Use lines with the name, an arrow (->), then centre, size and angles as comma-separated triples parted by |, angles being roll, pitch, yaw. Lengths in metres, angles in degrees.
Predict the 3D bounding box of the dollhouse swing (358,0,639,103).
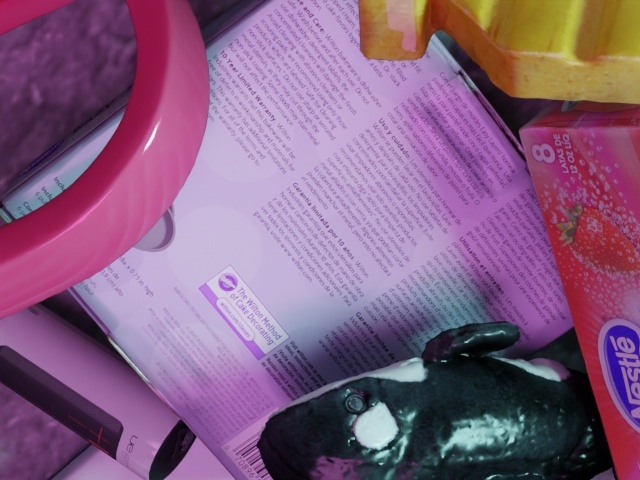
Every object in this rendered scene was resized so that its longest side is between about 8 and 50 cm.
dollhouse swing -> 0.194, -0.267, 0.615 | 0.346, 0.315, 0.305 | 5, 137, 16

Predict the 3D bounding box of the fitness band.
fitness band -> -0.189, -0.052, 0.832 | 0.290, 0.209, 0.054 | -23, 149, 19

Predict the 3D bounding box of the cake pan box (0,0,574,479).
cake pan box -> 0.000, 0.000, 0.876 | 0.245, 0.070, 0.267 | -37, 105, 11

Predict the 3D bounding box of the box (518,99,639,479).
box -> 0.236, 0.040, 0.824 | 0.142, 0.154, 0.300 | 4, 123, 44

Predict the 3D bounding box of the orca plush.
orca plush -> 0.104, 0.135, 0.855 | 0.287, 0.102, 0.151 | 18, 122, -45

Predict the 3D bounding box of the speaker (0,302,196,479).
speaker -> -0.138, 0.089, 0.944 | 0.136, 0.055, 0.055 | 31, 117, 16

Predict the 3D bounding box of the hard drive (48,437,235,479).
hard drive -> -0.077, 0.207, 1.026 | 0.318, 0.040, 0.210 | -41, 105, 22
